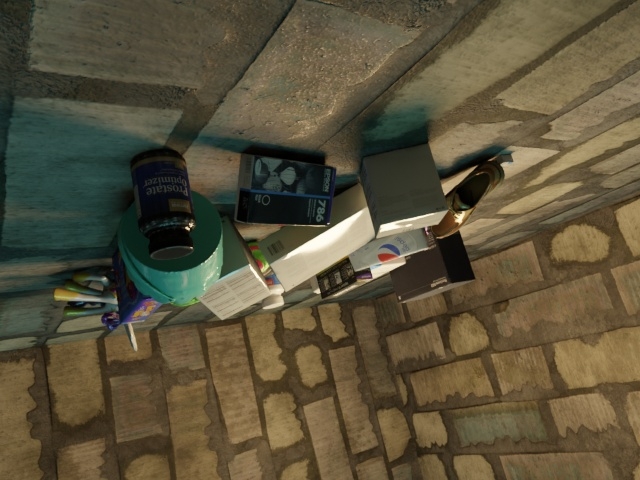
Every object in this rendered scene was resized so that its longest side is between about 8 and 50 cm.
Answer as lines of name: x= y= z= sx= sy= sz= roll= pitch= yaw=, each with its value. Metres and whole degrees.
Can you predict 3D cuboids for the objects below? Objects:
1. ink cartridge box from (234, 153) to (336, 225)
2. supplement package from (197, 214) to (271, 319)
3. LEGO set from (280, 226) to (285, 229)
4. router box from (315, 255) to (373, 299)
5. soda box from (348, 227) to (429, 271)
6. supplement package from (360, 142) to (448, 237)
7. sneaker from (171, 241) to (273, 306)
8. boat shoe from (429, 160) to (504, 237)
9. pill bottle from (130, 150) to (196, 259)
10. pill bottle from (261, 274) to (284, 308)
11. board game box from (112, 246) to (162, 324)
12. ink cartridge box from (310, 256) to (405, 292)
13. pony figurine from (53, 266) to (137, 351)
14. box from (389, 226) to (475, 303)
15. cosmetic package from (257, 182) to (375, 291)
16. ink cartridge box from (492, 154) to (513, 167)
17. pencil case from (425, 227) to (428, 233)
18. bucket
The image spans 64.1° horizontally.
ink cartridge box: x=-0.063 y=-0.122 z=1.318 sx=0.332 sy=0.166 sz=0.065 roll=-1 pitch=-170 yaw=-45
supplement package: x=-0.313 y=0.094 z=1.661 sx=0.198 sy=0.199 sz=0.263 roll=-28 pitch=152 yaw=-3
LEGO set: x=-0.075 y=-0.037 z=1.795 sx=0.093 sy=0.087 sz=0.227 roll=-5 pitch=162 yaw=-31
router box: x=0.077 y=0.088 z=2.098 sx=0.081 sy=0.243 sz=0.309 roll=-5 pitch=164 yaw=-30
soda box: x=0.243 y=0.017 z=1.854 sx=0.286 sy=0.091 sz=0.098 roll=-19 pitch=-165 yaw=19
supplement package: x=0.231 y=-0.138 z=1.461 sx=0.194 sy=0.203 sz=0.149 roll=-12 pitch=166 yaw=-3
sneaker: x=-0.392 y=0.159 z=2.014 sx=0.482 sy=0.185 sz=0.202 roll=-16 pitch=153 yaw=13
boat shoe: x=0.473 y=-0.135 z=1.719 sx=0.120 sy=0.122 sz=0.324 roll=-25 pitch=155 yaw=-53
pill bottle: x=-0.342 y=-0.075 z=1.126 sx=0.122 sy=0.219 sz=0.123 roll=-13 pitch=165 yaw=-3
pill bottle: x=-0.222 y=0.172 z=2.174 sx=0.124 sy=0.222 sz=0.124 roll=-13 pitch=165 yaw=-4
board game box: x=-0.568 y=0.110 z=1.594 sx=0.078 sy=0.234 sz=0.347 roll=-4 pitch=163 yaw=-33
ink cartridge box: x=0.153 y=0.103 z=2.375 sx=0.285 sy=0.166 sz=0.395 roll=-4 pitch=162 yaw=-31
pony figurine: x=-0.752 y=0.228 z=1.891 sx=0.363 sy=0.303 sz=0.351 roll=6 pitch=152 yaw=-14
box: x=0.481 y=0.090 z=2.341 sx=0.178 sy=0.313 sz=0.343 roll=-3 pitch=163 yaw=-36
cosmetic package: x=0.000 y=0.000 z=1.693 sx=0.377 sy=0.097 sz=0.284 roll=-31 pitch=155 yaw=-7
ink cartridge box: x=0.595 y=-0.255 z=1.706 sx=0.048 sy=0.028 sz=0.083 roll=-6 pitch=164 yaw=-28
pencil case: x=0.350 y=-0.046 z=2.157 sx=0.206 sy=0.088 sz=0.086 roll=-10 pitch=167 yaw=-10
bucket: x=-0.381 y=0.008 z=1.325 sx=0.281 sy=0.281 sz=0.183 roll=-9 pitch=156 yaw=-18
